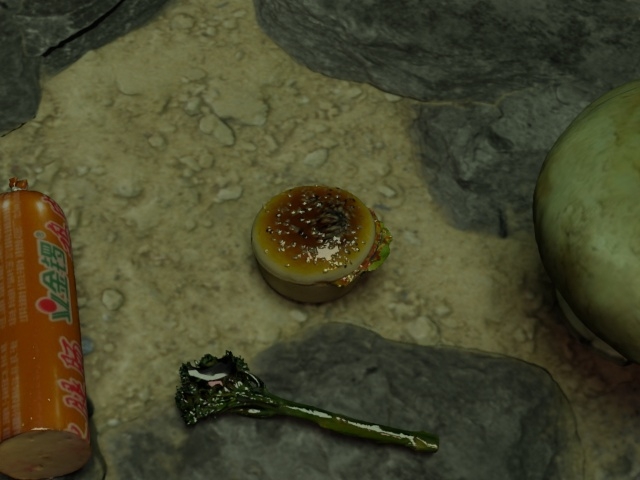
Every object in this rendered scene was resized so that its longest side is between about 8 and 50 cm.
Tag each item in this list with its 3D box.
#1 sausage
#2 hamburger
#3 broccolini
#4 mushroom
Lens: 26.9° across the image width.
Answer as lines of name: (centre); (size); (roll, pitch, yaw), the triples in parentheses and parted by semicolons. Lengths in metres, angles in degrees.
sausage: (-0.274, 0.066, 1.269); (0.093, 0.093, 0.312); (-5, 55, -10)
hamburger: (0.000, 0.000, 1.352); (0.141, 0.081, 0.126); (22, 55, 10)
broccolini: (-0.014, 0.165, 1.273); (0.254, 0.071, 0.057); (16, 13, -3)
mushroom: (0.360, 0.003, 1.286); (0.352, 0.260, 0.352); (23, 40, -20)
